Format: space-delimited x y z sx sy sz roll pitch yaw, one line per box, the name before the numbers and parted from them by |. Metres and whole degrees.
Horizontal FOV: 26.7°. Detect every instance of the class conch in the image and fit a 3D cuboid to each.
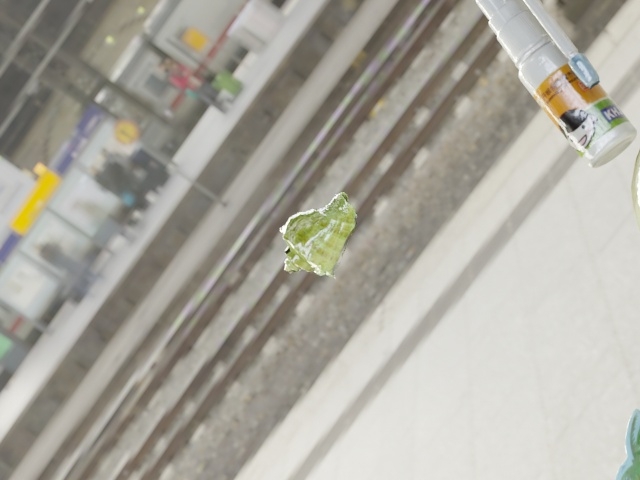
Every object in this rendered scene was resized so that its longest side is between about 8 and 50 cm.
conch | 0.000 0.000 1.539 0.121 0.089 0.074 -45 -22 24

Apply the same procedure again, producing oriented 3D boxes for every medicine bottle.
medicine bottle | 0.240 -0.182 1.381 0.061 0.221 0.092 -28 -18 -21

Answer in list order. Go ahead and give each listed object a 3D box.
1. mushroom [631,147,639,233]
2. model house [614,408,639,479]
mushroom | 0.412 -0.054 1.042 0.352 0.260 0.352 -10 17 3
model house | 0.617 0.441 2.128 0.323 0.300 0.340 -28 55 40
